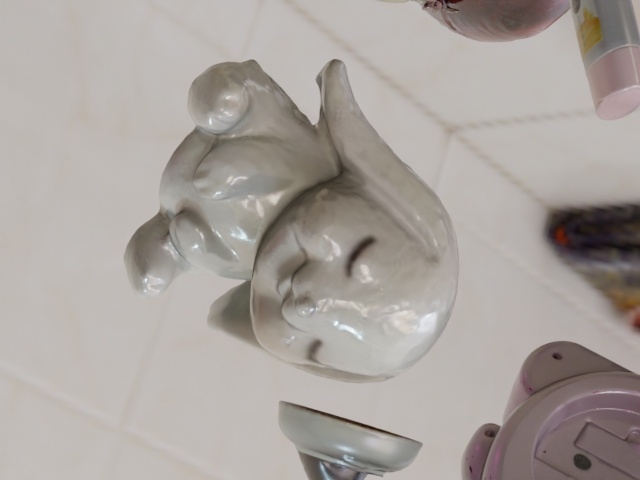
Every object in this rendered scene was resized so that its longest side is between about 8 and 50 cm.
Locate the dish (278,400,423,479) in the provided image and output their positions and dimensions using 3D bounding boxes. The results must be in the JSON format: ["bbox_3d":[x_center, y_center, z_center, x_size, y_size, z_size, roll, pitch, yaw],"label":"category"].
[{"bbox_3d":[0.019,0.206,1.661,0.141,0.078,0.141,16,176,1],"label":"dish"}]

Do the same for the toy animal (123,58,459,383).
[{"bbox_3d":[0.000,0.000,1.479,0.265,0.271,0.206,35,-155,28],"label":"toy animal"}]

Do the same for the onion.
[{"bbox_3d":[0.213,-0.421,2.574,0.347,0.285,0.347,34,147,26],"label":"onion"}]

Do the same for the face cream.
[{"bbox_3d":[0.293,-0.228,1.843,0.057,0.198,0.084,-1,157,-17],"label":"face cream"}]

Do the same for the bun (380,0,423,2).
[{"bbox_3d":[0.030,-0.297,1.572,0.220,0.134,0.220,54,173,11],"label":"bun"}]

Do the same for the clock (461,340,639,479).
[{"bbox_3d":[0.275,0.262,1.713,0.295,0.322,0.113,28,135,13],"label":"clock"}]
